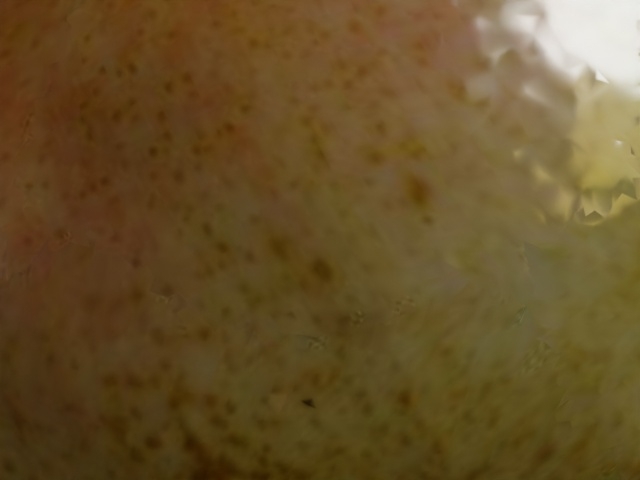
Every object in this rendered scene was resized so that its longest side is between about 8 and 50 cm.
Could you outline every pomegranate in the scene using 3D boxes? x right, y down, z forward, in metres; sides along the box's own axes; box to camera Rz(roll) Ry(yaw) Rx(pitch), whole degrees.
[{"bbox_3d":[0.000,0.000,0.552,0.319,0.319,0.319,31,47,-41],"label":"pomegranate"}]
